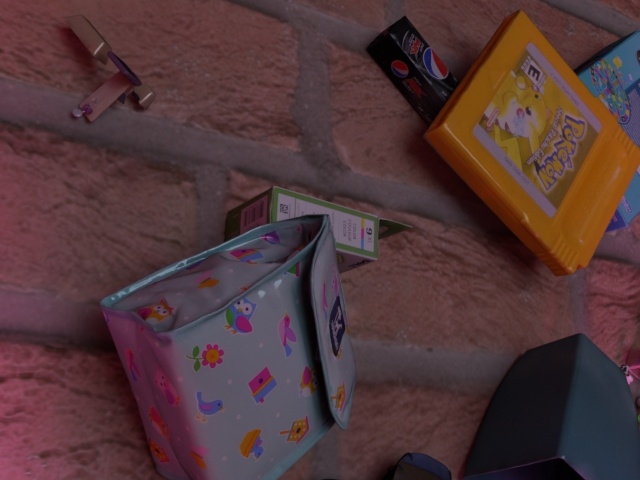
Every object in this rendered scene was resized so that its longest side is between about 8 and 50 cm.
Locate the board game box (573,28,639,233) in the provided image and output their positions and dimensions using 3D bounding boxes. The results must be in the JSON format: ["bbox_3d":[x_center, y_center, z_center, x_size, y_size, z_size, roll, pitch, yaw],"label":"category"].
[{"bbox_3d":[0.522,-0.196,1.507,0.336,0.079,0.253,-35,97,-38],"label":"board game box"}]

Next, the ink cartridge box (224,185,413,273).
[{"bbox_3d":[0.000,0.000,1.049,0.209,0.109,0.062,14,68,-32],"label":"ink cartridge box"}]

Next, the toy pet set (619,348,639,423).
[{"bbox_3d":[0.537,0.233,1.387,0.122,0.065,0.114,39,56,-20],"label":"toy pet set"}]

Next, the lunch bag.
[{"bbox_3d":[-0.063,0.113,0.902,0.262,0.160,0.223,-29,118,-35],"label":"lunch bag"}]

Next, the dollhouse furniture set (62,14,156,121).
[{"bbox_3d":[-0.265,-0.190,0.985,0.081,0.091,0.114,-41,75,3],"label":"dollhouse furniture set"}]

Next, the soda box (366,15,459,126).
[{"bbox_3d":[0.149,-0.245,1.267,0.169,0.060,0.053,48,54,-14],"label":"soda box"}]

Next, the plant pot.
[{"bbox_3d":[0.333,0.257,1.178,0.166,0.165,0.234,41,48,-19],"label":"plant pot"}]

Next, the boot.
[{"bbox_3d":[0.081,0.307,1.046,0.219,0.082,0.106,26,39,-22],"label":"boot"}]

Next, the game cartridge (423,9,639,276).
[{"bbox_3d":[0.336,-0.144,1.290,0.324,0.053,0.285,43,62,-15],"label":"game cartridge"}]
